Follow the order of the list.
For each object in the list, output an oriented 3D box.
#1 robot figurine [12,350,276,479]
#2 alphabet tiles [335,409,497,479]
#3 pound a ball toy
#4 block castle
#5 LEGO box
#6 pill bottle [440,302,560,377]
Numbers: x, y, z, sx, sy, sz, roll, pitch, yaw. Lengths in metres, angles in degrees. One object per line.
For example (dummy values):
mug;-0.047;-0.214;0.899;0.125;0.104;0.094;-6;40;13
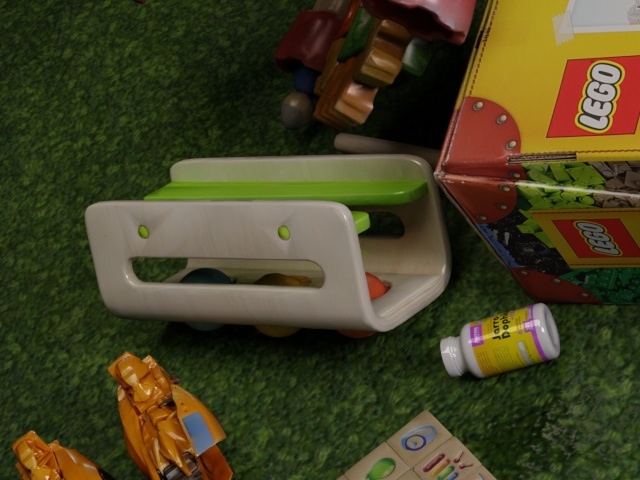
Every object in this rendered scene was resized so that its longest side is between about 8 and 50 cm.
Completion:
robot figurine;-0.128;0.216;1.393;0.211;0.085;0.291;-40;37;2
alphabet tiles;0.058;0.239;1.316;0.198;0.009;0.237;-37;39;-7
pound a ball toy;0.000;0.000;1.536;0.319;0.136;0.208;1;20;37
block castle;-0.043;-0.234;1.520;0.453;0.303;0.213;171;122;-79
LEGO box;0.341;-0.211;1.392;0.372;0.193;0.500;0;59;34
pill bottle;0.133;0.077;1.408;0.083;0.043;0.043;-17;41;18
